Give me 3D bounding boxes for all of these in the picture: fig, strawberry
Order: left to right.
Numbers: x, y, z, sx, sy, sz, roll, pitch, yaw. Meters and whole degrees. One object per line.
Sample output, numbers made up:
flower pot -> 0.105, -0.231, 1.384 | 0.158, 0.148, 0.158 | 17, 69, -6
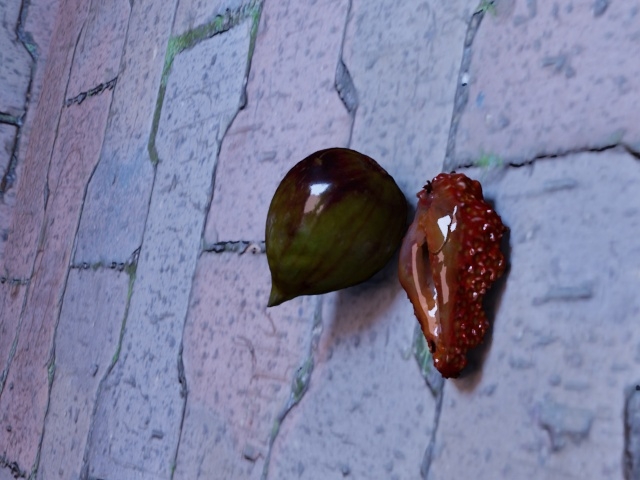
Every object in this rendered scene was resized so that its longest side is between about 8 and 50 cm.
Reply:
fig -> 0.000, 0.000, 0.941 | 0.154, 0.103, 0.109 | -56, 9, 18
strawberry -> 0.085, 0.020, 0.829 | 0.104, 0.048, 0.152 | -41, 39, 53
